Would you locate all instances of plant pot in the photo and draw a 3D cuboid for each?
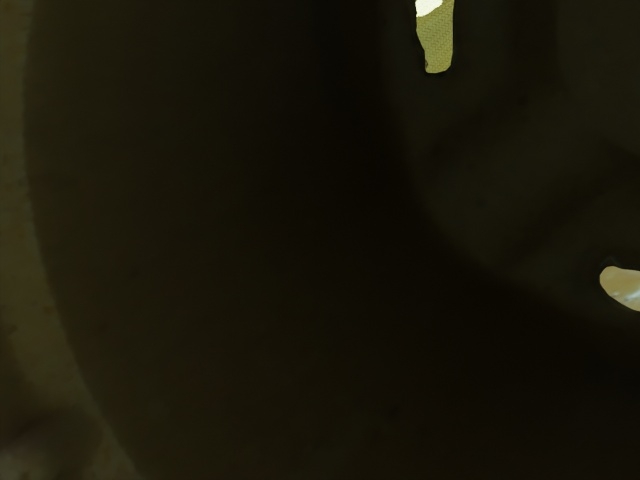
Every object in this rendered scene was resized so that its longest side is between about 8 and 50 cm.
[{"bbox_3d":[0.087,-0.037,0.478,0.334,0.333,0.305,-19,7,18],"label":"plant pot"}]

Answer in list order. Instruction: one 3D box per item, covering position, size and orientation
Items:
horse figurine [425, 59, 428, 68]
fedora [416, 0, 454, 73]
[{"bbox_3d":[0.000,0.000,0.851,0.174,0.066,0.263,-57,24,15],"label":"horse figurine"},{"bbox_3d":[0.072,-0.085,0.967,0.194,0.194,0.079,-26,54,-5],"label":"fedora"}]
